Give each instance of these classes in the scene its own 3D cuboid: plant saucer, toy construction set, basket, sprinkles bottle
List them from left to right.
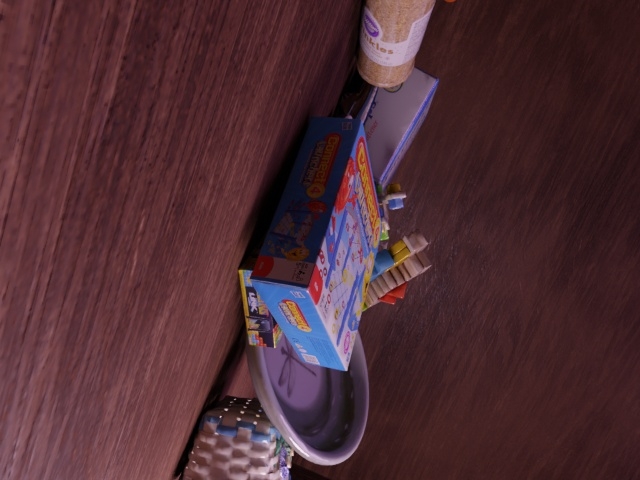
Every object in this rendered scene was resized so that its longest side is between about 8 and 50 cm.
[{"bbox_3d":[-0.157,0.453,0.969,0.255,0.200,0.289,59,43,-86],"label":"basket"},{"bbox_3d":[-0.039,0.228,1.020,0.100,0.401,0.400,-21,-159,26],"label":"plant saucer"},{"bbox_3d":[0.075,-0.038,1.209,0.328,0.214,0.151,81,0,-72],"label":"toy construction set"},{"bbox_3d":[0.128,-0.387,0.870,0.355,0.121,0.121,87,25,-80],"label":"sprinkles bottle"}]

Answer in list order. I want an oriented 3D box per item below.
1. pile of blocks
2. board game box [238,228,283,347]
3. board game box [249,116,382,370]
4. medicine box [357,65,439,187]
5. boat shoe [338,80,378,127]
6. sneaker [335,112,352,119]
[{"bbox_3d":[0.119,0.119,1.243,0.362,0.113,0.149,-41,161,32],"label":"pile of blocks"},{"bbox_3d":[-0.072,0.064,0.846,0.170,0.048,0.141,-62,154,-58],"label":"board game box"},{"bbox_3d":[0.016,0.015,0.861,0.308,0.086,0.302,69,33,-55],"label":"board game box"},{"bbox_3d":[0.142,-0.259,1.255,0.264,0.149,0.289,-60,174,0],"label":"medicine box"},{"bbox_3d":[0.070,-0.275,1.082,0.066,0.066,0.183,31,81,-86],"label":"boat shoe"},{"bbox_3d":[0.024,-0.149,1.039,0.080,0.081,0.211,1,111,-85],"label":"sneaker"}]
